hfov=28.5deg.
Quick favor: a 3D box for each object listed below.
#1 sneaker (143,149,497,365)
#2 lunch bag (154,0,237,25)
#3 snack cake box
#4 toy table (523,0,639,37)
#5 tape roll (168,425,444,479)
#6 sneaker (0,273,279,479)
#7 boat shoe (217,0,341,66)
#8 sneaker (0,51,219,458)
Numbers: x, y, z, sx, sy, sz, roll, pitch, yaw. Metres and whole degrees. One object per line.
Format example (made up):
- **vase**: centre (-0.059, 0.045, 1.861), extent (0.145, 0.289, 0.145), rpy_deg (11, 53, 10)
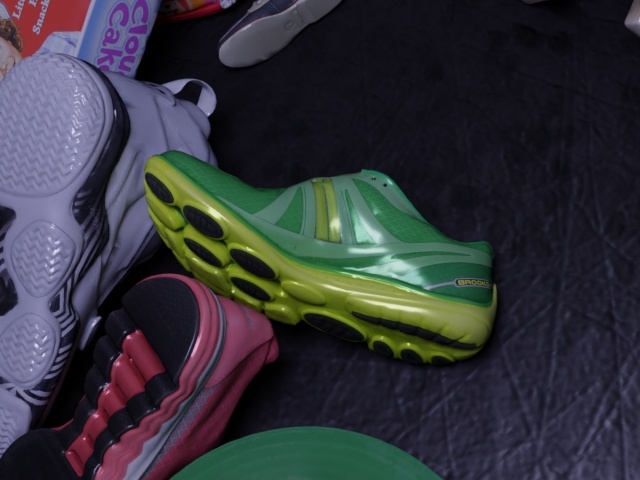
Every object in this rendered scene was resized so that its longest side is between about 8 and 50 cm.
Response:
- **sneaker**: centre (0.000, 0.000, 0.992), extent (0.295, 0.109, 0.123), rpy_deg (23, 57, -2)
- **lunch bag**: centre (-0.207, -0.300, 1.230), extent (0.293, 0.120, 0.258), rpy_deg (-9, 63, 15)
- **snack cake box**: centre (-0.254, -0.149, 1.118), extent (0.152, 0.089, 0.264), rpy_deg (31, 109, 26)
- **toy table**: centre (0.246, -0.267, 0.994), extent (0.274, 0.252, 0.161), rpy_deg (31, 88, -4)
- **tape roll**: centre (-0.013, 0.297, 0.893), extent (0.321, 0.077, 0.321), rpy_deg (-8, 62, 16)
- **sneaker**: centre (-0.141, 0.167, 0.987), extent (0.314, 0.136, 0.116), rpy_deg (-51, 52, 20)
- **boat shoe**: centre (-0.041, -0.211, 1.168), extent (0.137, 0.049, 0.043), rpy_deg (-35, 55, -2)
- **sneaker**: centre (-0.195, 0.020, 1.066), extent (0.137, 0.210, 0.366), rpy_deg (29, 112, 30)
